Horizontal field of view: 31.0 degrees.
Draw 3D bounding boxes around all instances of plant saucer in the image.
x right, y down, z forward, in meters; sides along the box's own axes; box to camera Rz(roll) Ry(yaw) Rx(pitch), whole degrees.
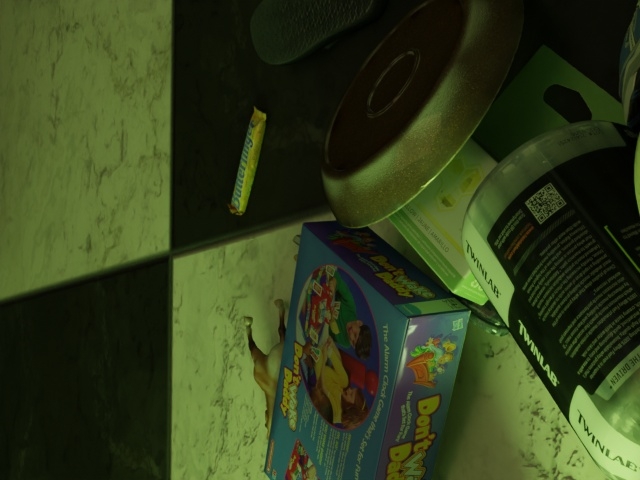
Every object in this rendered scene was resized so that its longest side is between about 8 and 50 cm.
[{"bbox_3d":[0.092,-0.157,1.233,0.310,0.050,0.310,-45,24,27],"label":"plant saucer"}]

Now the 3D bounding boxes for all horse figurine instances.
[{"bbox_3d":[-0.034,0.132,1.494,0.263,0.066,0.174,-47,42,46],"label":"horse figurine"}]

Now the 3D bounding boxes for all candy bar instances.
[{"bbox_3d":[-0.105,-0.113,1.679,0.040,0.018,0.161,34,113,54],"label":"candy bar"}]

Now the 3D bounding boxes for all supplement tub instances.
[{"bbox_3d":[0.261,0.065,0.932,0.193,0.194,0.316,-61,39,32],"label":"supplement tub"}]

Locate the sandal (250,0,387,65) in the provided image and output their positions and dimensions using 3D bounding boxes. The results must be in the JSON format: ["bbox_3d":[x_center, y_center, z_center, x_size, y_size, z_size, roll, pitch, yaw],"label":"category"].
[{"bbox_3d":[0.000,-0.289,1.524,0.255,0.054,0.097,-7,87,47],"label":"sandal"}]

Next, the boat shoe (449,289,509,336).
[{"bbox_3d":[0.150,0.025,1.224,0.183,0.065,0.083,46,124,50],"label":"boat shoe"}]

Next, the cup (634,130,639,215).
[{"bbox_3d":[0.336,-0.054,0.713,0.331,0.237,0.331,31,129,48],"label":"cup"}]

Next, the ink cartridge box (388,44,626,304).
[{"bbox_3d":[0.177,-0.077,1.146,0.235,0.056,0.171,-53,42,15],"label":"ink cartridge box"}]

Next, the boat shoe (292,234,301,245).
[{"bbox_3d":[0.000,0.000,1.493,0.035,0.035,0.100,-59,28,-10],"label":"boat shoe"}]

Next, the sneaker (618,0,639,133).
[{"bbox_3d":[0.299,-0.194,0.998,0.081,0.080,0.211,-98,19,-60],"label":"sneaker"}]

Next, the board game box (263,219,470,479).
[{"bbox_3d":[0.040,0.181,1.310,0.233,0.078,0.347,43,130,51],"label":"board game box"}]
